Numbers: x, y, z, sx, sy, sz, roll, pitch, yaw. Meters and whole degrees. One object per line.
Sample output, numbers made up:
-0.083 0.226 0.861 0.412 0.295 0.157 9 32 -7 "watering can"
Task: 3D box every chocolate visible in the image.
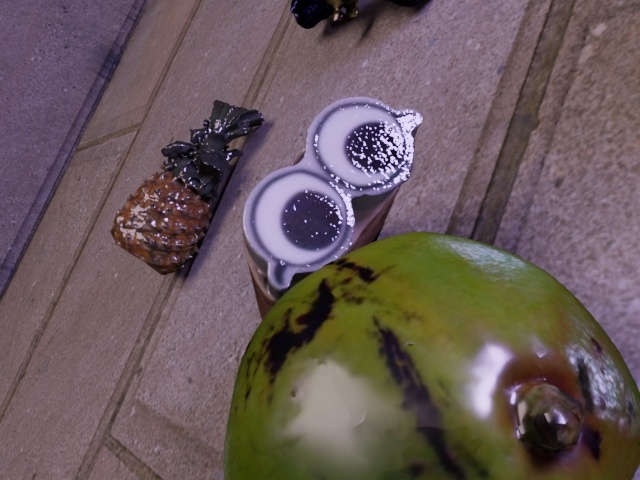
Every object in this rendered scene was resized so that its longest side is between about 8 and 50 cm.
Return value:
0.032 -0.378 1.015 0.343 0.126 0.148 11 85 59 "chocolate"

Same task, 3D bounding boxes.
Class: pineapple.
-0.206 -0.095 1.137 0.310 0.141 0.170 -55 25 -5 "pineapple"

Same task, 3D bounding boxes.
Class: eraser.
0.000 0.000 0.622 0.171 0.087 0.290 -52 -8 -15 "eraser"

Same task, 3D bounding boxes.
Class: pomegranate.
0.047 0.129 0.465 0.341 0.260 0.260 -20 49 52 "pomegranate"
